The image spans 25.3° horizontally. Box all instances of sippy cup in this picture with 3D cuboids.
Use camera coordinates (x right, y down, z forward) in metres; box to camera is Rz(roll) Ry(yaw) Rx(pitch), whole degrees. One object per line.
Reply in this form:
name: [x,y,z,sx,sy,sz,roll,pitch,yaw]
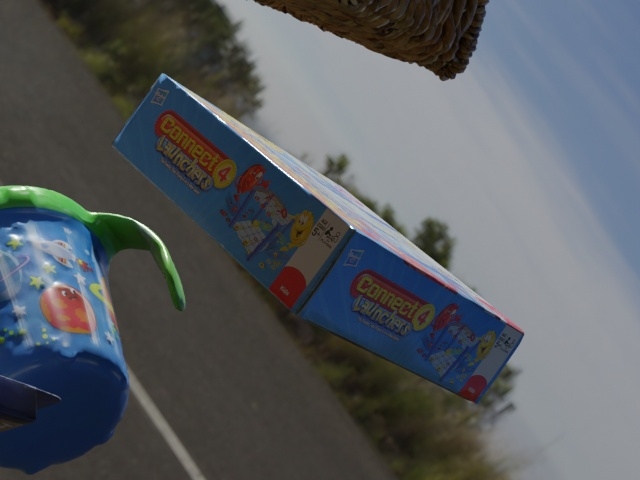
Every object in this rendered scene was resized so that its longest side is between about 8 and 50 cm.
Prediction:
sippy cup: [-0.301,0.102,1.439,0.240,0.305,0.224,24,26,-42]

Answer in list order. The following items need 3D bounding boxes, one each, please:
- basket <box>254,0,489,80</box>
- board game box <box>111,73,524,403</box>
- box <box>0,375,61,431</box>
basket: [-0.010,-0.279,1.037,0.299,0.214,0.223,25,4,24]
board game box: [0.000,0.000,1.339,0.308,0.086,0.302,40,6,40]
box: [-0.330,0.131,1.150,0.225,0.136,0.037,30,48,-52]
